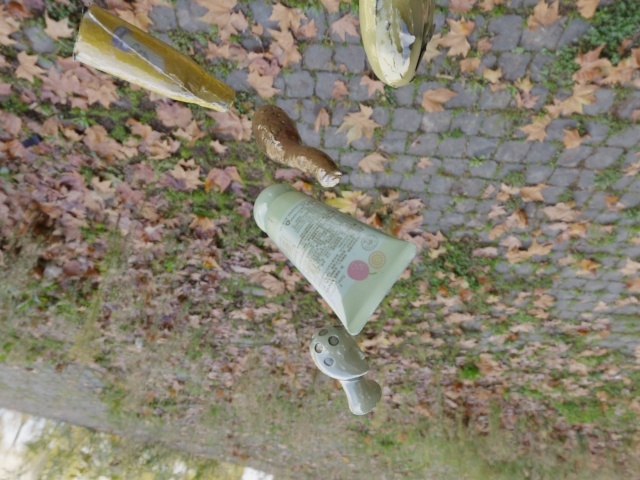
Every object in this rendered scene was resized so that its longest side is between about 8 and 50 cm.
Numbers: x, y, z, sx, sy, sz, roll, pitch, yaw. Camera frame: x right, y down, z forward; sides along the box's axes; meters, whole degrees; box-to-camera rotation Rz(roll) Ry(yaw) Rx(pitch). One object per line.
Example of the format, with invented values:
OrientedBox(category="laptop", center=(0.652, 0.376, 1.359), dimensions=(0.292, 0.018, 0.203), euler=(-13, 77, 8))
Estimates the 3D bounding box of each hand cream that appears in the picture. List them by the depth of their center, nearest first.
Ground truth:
OrientedBox(category="hand cream", center=(0.000, 0.000, 0.696), dimensions=(0.147, 0.306, 0.093), euler=(-54, 135, 2))

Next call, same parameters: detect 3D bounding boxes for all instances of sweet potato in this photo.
OrientedBox(category="sweet potato", center=(-0.080, -0.222, 1.028), dimensions=(0.109, 0.385, 0.109), euler=(-15, 129, -19))

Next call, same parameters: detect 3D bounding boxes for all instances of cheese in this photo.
OrientedBox(category="cheese", center=(0.166, -0.495, 0.959), dimensions=(0.128, 0.260, 0.316), euler=(10, 171, 17))

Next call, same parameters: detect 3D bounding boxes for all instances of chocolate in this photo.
OrientedBox(category="chocolate", center=(-0.225, -0.247, 0.648), dimensions=(0.219, 0.086, 0.085), euler=(19, 141, -24))

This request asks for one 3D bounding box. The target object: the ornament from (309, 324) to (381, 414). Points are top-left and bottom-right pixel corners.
OrientedBox(category="ornament", center=(0.042, 0.200, 0.726), dimensions=(0.081, 0.075, 0.156), euler=(-17, 116, 24))
